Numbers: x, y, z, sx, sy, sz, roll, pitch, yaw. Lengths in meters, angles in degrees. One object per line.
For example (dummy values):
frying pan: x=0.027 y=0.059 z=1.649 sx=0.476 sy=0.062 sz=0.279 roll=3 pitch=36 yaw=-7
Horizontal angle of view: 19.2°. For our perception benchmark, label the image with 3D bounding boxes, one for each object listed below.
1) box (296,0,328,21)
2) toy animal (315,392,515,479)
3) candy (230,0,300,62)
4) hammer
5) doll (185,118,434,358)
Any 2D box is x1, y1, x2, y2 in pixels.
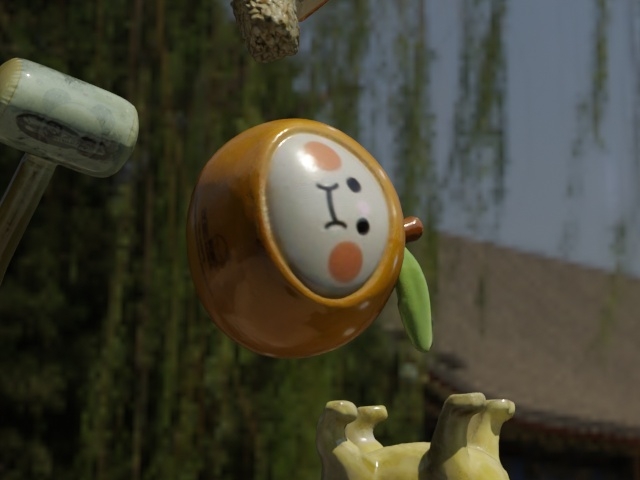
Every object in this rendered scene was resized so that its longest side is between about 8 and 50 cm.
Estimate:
box: x=-0.009 y=-0.440 z=2.522 sx=0.221 sy=0.091 sz=0.274 roll=47 pitch=-38 yaw=-13
toy animal: x=0.101 y=0.208 z=1.588 sx=0.233 sy=0.168 sz=0.121 roll=9 pitch=-6 yaw=15
candy: x=-0.066 y=-0.279 z=2.337 sx=0.085 sy=0.110 sz=0.095 roll=-13 pitch=-32 yaw=1
hammer: x=-0.369 y=-0.066 z=2.391 sx=0.202 sy=0.305 sz=0.113 roll=22 pitch=12 yaw=-22
doll: x=0.000 y=0.000 z=1.684 sx=0.236 sy=0.213 sz=0.213 roll=2 pitch=-13 yaw=-34
